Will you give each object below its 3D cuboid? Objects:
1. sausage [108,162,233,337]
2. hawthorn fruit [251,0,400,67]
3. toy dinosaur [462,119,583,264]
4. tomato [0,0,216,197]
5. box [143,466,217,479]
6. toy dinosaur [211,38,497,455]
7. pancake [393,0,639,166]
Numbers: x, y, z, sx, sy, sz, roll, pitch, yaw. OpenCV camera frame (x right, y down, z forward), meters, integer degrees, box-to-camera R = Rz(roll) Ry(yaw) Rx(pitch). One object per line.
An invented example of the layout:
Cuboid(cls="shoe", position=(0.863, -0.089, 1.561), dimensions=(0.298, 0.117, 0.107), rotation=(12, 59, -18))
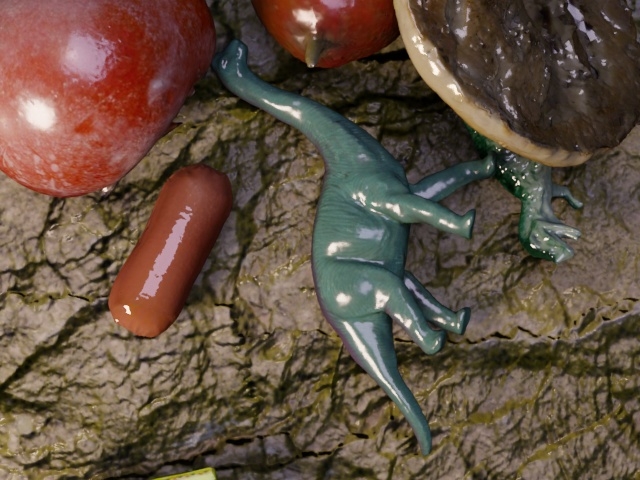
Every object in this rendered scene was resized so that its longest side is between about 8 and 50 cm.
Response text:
Cuboid(cls="sausage", position=(-0.155, 0.009, 1.685), dimensions=(0.077, 0.077, 0.194), rotation=(25, 80, 0))
Cuboid(cls="hawthorn fruit", position=(0.016, -0.261, 1.661), dimensions=(0.199, 0.199, 0.251), rotation=(13, 52, -2))
Cuboid(cls="toy dinosaur", position=(0.210, -0.153, 1.749), dimensions=(0.129, 0.076, 0.383), rotation=(-20, 70, -15))
Cuboid(cls="tomato", position=(-0.241, -0.176, 1.600), dimensions=(0.227, 0.270, 0.270), rotation=(40, 80, -15))
Cuboid(cls="box", position=(-0.162, 0.406, 1.592), dimensions=(0.187, 0.047, 0.335), rotation=(-11, 81, -6))
Cuboid(cls="toy dinosaur", position=(0.000, 0.000, 1.701), dimensions=(0.331, 0.129, 0.383), rotation=(13, 88, 15))
Cuboid(cls="pancake", position=(0.199, -0.252, 1.661), dimensions=(0.387, 0.082, 0.387), rotation=(22, 57, -38))
